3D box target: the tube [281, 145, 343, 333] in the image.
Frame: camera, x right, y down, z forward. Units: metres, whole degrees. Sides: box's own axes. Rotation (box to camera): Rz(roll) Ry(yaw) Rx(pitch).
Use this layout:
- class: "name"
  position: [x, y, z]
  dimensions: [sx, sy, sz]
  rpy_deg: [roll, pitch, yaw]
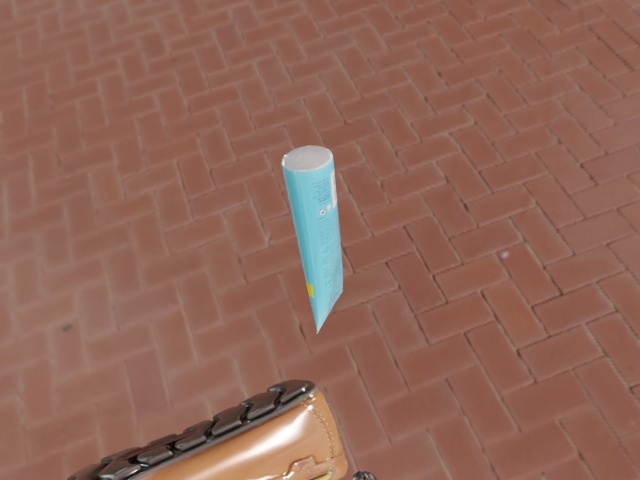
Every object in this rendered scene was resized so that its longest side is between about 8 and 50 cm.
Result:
- class: "tube"
  position: [0.000, 0.000, 0.725]
  dimensions: [0.052, 0.207, 0.080]
  rpy_deg: [11, 39, 27]

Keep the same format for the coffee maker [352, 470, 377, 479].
- class: "coffee maker"
  position: [0.037, 0.409, 0.830]
  dimensions: [0.178, 0.120, 0.171]
  rpy_deg: [-37, 50, 20]

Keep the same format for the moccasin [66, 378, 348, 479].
- class: "moccasin"
  position: [-0.152, 0.277, 0.686]
  dimensions: [0.380, 0.139, 0.147]
  rpy_deg: [-20, 92, -22]
